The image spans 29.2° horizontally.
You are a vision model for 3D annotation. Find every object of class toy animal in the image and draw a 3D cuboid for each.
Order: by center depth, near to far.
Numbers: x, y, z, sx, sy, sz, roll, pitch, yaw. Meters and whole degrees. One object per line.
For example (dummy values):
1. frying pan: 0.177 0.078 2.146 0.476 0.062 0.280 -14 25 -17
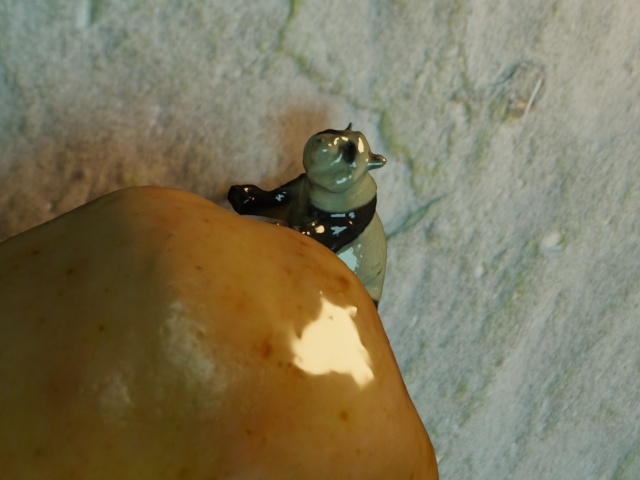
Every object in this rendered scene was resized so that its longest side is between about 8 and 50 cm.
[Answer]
1. toy animal: 0.000 0.000 0.992 0.121 0.094 0.225 -23 134 -21

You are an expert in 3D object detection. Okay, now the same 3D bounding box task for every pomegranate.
1. pomegranate: -0.123 0.164 0.853 0.411 0.411 0.411 -20 134 -22
